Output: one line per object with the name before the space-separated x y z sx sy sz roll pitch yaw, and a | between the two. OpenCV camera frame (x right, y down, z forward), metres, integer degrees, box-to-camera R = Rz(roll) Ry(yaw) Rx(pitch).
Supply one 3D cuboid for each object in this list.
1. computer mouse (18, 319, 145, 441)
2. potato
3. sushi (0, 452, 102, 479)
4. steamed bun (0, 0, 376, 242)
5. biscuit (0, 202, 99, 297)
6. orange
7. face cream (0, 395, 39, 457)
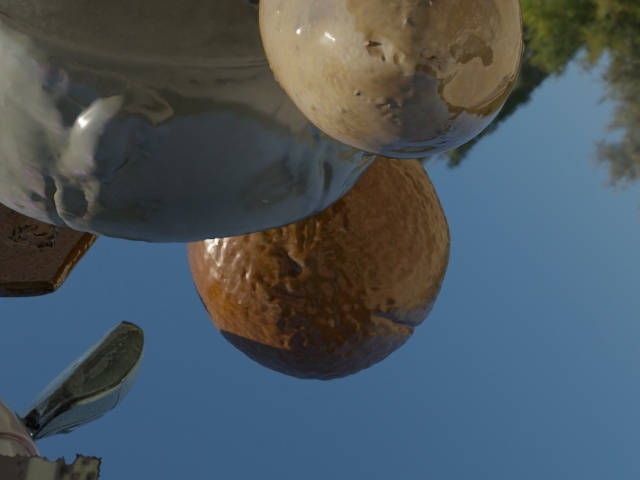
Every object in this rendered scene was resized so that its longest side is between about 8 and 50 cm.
computer mouse | -0.256 0.167 1.218 0.068 0.113 0.229 49 -148 -6
potato | 0.035 -0.093 0.466 0.112 0.112 0.147 33 -145 -29
sushi | -0.333 0.259 0.652 0.373 0.296 0.100 9 178 -42
steamed bun | -0.112 -0.118 0.851 0.384 0.247 0.236 4 -130 -7
biscuit | -0.394 -0.005 1.376 0.215 0.034 0.182 15 -135 15
orange | 0.000 0.000 1.342 0.322 0.322 0.357 44 -169 -5
face cream | -0.301 0.188 0.935 0.117 0.117 0.104 20 -154 -46
